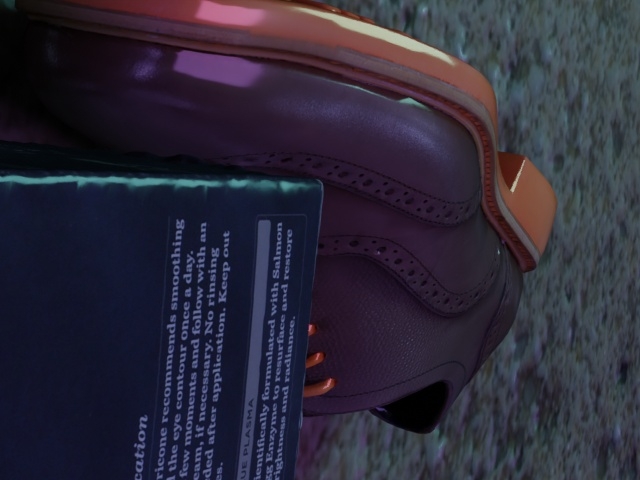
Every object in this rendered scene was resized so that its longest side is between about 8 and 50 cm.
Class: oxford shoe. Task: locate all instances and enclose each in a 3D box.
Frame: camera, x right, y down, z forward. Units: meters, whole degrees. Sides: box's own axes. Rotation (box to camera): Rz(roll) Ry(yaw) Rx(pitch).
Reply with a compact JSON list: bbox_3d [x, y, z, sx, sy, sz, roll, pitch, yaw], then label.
[{"bbox_3d":[0.000,0.000,0.614,0.363,0.130,0.133,30,75,-60],"label":"oxford shoe"}]

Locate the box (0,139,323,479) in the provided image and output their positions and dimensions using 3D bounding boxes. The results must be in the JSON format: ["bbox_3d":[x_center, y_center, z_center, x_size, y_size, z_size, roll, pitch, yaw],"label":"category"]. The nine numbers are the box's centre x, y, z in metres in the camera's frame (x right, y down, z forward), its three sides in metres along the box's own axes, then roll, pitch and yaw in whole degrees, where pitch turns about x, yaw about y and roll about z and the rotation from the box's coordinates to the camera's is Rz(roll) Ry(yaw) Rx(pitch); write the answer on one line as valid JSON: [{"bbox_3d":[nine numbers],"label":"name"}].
[{"bbox_3d":[-0.106,0.021,0.379,0.158,0.156,0.093,-2,98,-62],"label":"box"}]
